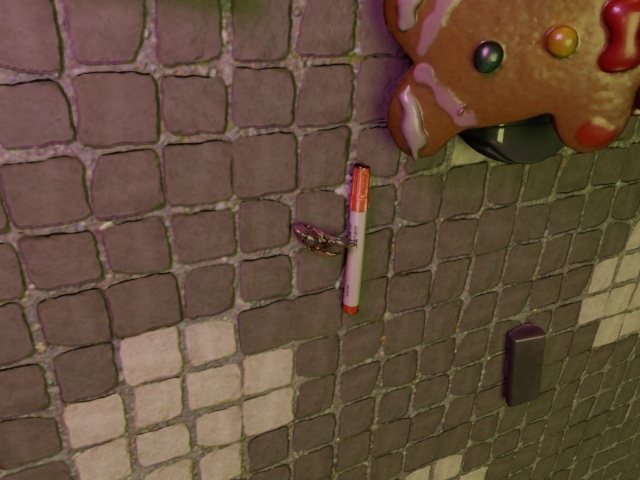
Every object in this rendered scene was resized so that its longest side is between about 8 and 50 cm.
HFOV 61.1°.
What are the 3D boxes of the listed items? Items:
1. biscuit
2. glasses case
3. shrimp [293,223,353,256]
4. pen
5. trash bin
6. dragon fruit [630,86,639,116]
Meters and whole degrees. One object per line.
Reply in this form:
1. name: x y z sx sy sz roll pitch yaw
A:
1. biscuit: 0.285 -0.227 0.605 0.432 0.064 0.283 -1 120 12
2. glasses case: 0.415 0.258 1.112 0.072 0.042 0.191 -17 122 -12
3. shrimp: 0.001 0.003 0.753 0.092 0.029 0.038 17 124 -17
4. pen: 0.052 0.004 0.786 0.028 0.028 0.239 -11 120 -24
5. trash bin: 0.282 -0.226 0.749 0.176 0.101 0.236 -10 117 -22
6. dragon fruit: 0.486 -0.279 0.738 0.227 0.243 0.307 -25 120 36
